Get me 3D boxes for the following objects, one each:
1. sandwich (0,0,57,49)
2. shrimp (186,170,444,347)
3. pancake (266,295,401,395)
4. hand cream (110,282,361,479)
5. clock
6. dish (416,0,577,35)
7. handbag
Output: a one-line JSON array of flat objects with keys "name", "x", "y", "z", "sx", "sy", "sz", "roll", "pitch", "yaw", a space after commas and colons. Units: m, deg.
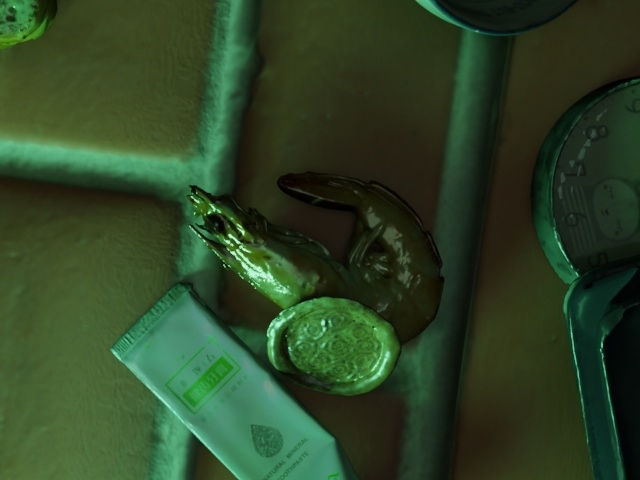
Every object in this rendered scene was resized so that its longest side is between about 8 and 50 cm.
[{"name": "sandwich", "x": -0.326, "y": -0.231, "z": 0.842, "sx": 0.214, "sy": 0.065, "sz": 0.186, "roll": -8, "pitch": 92, "yaw": -3}, {"name": "shrimp", "x": 0.000, "y": 0.001, "z": 0.886, "sx": 0.236, "sy": 0.053, "sz": 0.133, "roll": 29, "pitch": 92, "yaw": -10}, {"name": "pancake", "x": 0.010, "y": 0.087, "z": 0.879, "sx": 0.115, "sy": 0.011, "sz": 0.115, "roll": 4, "pitch": 125, "yaw": 5}, {"name": "hand cream", "x": -0.048, "y": 0.157, "z": 0.893, "sx": 0.275, "sy": 0.050, "sz": 0.079, "roll": 45, "pitch": 59, "yaw": 0}, {"name": "clock", "x": 0.291, "y": -0.038, "z": 0.921, "sx": 0.215, "sy": 0.042, "sz": 0.215, "roll": 0, "pitch": 90, "yaw": -6}, {"name": "dish", "x": 0.120, "y": -0.310, "z": 0.861, "sx": 0.273, "sy": 0.134, "sz": 0.273, "roll": -13, "pitch": 114, "yaw": -32}, {"name": "handbag", "x": 0.354, "y": 0.153, "z": 0.879, "sx": 0.269, "sy": 0.118, "sz": 0.326, "roll": -14, "pitch": 105, "yaw": -5}]
